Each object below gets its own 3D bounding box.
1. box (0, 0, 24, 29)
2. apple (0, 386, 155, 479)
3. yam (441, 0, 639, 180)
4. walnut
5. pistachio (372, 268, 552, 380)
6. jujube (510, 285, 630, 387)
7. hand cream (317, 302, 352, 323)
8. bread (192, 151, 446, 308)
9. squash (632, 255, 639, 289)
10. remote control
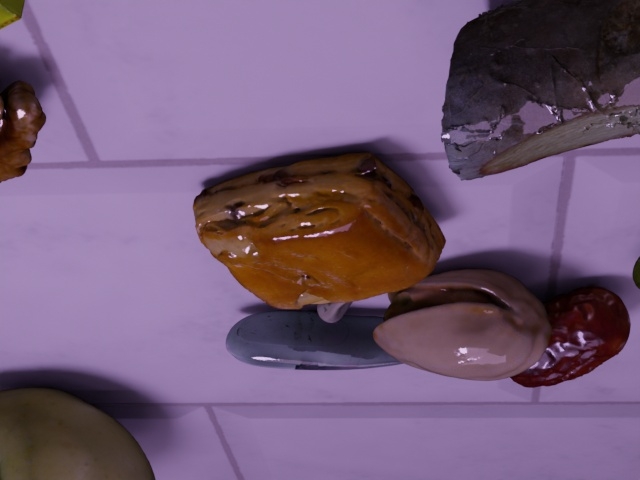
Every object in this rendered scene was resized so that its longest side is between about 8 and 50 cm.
[{"bbox_3d":[-0.423,-0.251,0.974,0.187,0.047,0.335,-18,145,30],"label":"box"},{"bbox_3d":[-0.422,0.393,1.806,0.357,0.357,0.357,2,150,1],"label":"apple"},{"bbox_3d":[0.222,-0.143,1.013,0.254,0.154,0.154,-15,146,16],"label":"yam"},{"bbox_3d":[-0.341,-0.117,1.177,0.143,0.069,0.170,26,141,-32],"label":"walnut"},{"bbox_3d":[0.171,0.103,1.457,0.215,0.144,0.144,1,154,32],"label":"pistachio"},{"bbox_3d":[0.301,0.122,1.505,0.176,0.112,0.109,-29,97,36],"label":"jujube"},{"bbox_3d":[0.042,0.061,1.482,0.057,0.037,0.165,-30,172,-38],"label":"hand cream"},{"bbox_3d":[0.000,0.000,1.323,0.235,0.099,0.210,-13,146,26],"label":"bread"},{"bbox_3d":[0.421,-0.002,1.322,0.066,0.066,0.252,11,149,-15],"label":"squash"},{"bbox_3d":[0.007,0.123,1.549,0.256,0.097,0.045,0,129,-1],"label":"remote control"}]
